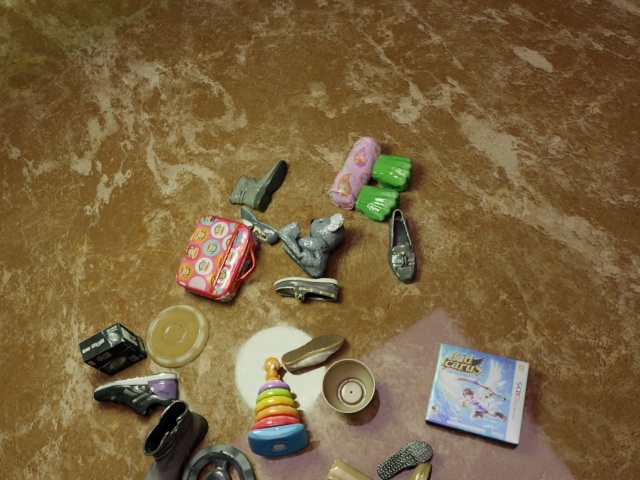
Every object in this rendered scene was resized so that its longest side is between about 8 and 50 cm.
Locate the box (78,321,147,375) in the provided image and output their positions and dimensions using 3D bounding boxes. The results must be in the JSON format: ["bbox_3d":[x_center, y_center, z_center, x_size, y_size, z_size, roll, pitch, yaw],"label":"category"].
[{"bbox_3d":[-0.697,0.370,1.880,0.147,0.180,0.078,-27,60,-5],"label":"box"}]

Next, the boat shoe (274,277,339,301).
[{"bbox_3d":[-0.051,0.174,1.920,0.227,0.081,0.069,-1,58,7],"label":"boat shoe"}]

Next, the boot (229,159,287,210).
[{"bbox_3d":[-0.249,-0.234,2.186,0.161,0.083,0.247,19,65,26],"label":"boot"}]

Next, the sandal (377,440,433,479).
[{"bbox_3d":[0.249,0.646,1.636,0.179,0.040,0.067,-31,54,10],"label":"sandal"}]

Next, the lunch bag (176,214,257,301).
[{"bbox_3d":[-0.356,0.071,2.007,0.258,0.120,0.293,15,74,17],"label":"lunch bag"}]

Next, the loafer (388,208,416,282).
[{"bbox_3d":[0.278,0.015,1.942,0.096,0.084,0.268,-8,61,6],"label":"loafer"}]

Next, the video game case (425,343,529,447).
[{"bbox_3d":[0.473,0.460,1.677,0.269,0.061,0.245,10,63,16],"label":"video game case"}]

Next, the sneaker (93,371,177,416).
[{"bbox_3d":[-0.613,0.520,1.830,0.283,0.107,0.124,-11,66,5],"label":"sneaker"}]

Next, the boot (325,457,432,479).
[{"bbox_3d":[0.156,0.693,1.581,0.269,0.089,0.236,21,78,21],"label":"boot"}]

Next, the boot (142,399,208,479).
[{"bbox_3d":[-0.479,0.649,1.662,0.118,0.223,0.338,17,66,18],"label":"boot"}]

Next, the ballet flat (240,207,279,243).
[{"bbox_3d":[-0.244,-0.050,2.088,0.203,0.074,0.074,35,73,23],"label":"ballet flat"}]

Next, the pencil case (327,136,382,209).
[{"bbox_3d":[0.133,-0.256,2.103,0.124,0.124,0.284,19,66,20],"label":"pencil case"}]

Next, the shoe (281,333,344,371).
[{"bbox_3d":[-0.021,0.369,1.829,0.218,0.058,0.076,-21,29,-6],"label":"shoe"}]

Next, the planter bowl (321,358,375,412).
[{"bbox_3d":[0.092,0.461,1.721,0.161,0.109,0.162,-5,61,9],"label":"planter bowl"}]

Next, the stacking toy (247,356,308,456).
[{"bbox_3d":[-0.144,0.500,1.736,0.175,0.166,0.302,-8,49,-4],"label":"stacking toy"}]

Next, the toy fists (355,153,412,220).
[{"bbox_3d":[0.249,-0.194,2.059,0.142,0.096,0.279,17,67,30],"label":"toy fists"}]

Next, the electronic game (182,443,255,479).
[{"bbox_3d":[-0.310,0.738,1.681,0.229,0.048,0.230,-3,69,8],"label":"electronic game"}]

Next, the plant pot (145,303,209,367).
[{"bbox_3d":[-0.508,0.328,1.953,0.236,0.032,0.237,-4,60,8],"label":"plant pot"}]

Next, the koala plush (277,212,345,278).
[{"bbox_3d":[0.000,0.000,1.956,0.221,0.196,0.203,-39,73,-12],"label":"koala plush"}]
